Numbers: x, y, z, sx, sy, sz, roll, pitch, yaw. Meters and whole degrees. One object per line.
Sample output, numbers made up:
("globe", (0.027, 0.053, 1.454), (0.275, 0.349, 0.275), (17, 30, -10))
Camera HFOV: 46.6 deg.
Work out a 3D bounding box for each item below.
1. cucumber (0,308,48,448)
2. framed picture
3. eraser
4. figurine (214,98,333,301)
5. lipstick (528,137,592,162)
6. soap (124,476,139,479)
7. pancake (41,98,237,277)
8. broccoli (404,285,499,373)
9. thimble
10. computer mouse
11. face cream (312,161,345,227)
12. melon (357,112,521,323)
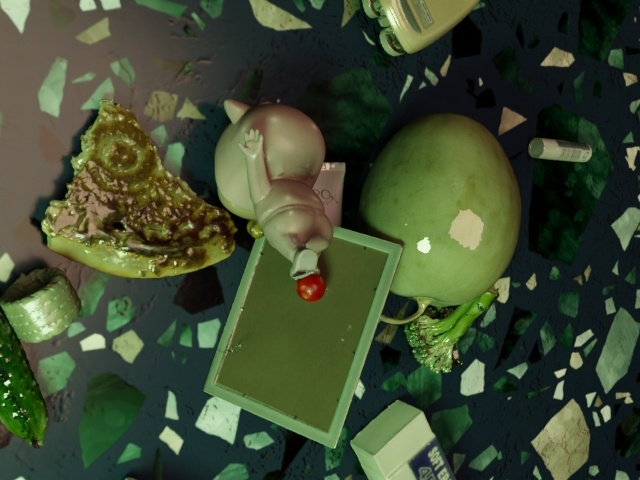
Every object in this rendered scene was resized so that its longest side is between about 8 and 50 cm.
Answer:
("cucumber", (-0.396, 0.166, 0.928), (0.069, 0.069, 0.227), (-28, 114, -26))
("framed picture", (-0.027, 0.116, 1.071), (0.019, 0.232, 0.296), (27, 82, -63))
("eraser", (0.165, 0.428, 1.299), (0.124, 0.081, 0.278), (-36, 114, -23))
("figurine", (-0.067, -0.057, 1.024), (0.176, 0.186, 0.287), (1, 62, -48))
("lipstick", (0.461, -0.172, 1.422), (0.141, 0.040, 0.040), (0, 97, -31))
("soap", (-0.266, 0.488, 1.037), (0.160, 0.088, 0.265), (34, 79, -31))
("pancake", (-0.248, -0.067, 1.005), (0.266, 0.057, 0.244), (-10, 93, -35))
("broccoli", (0.225, 0.133, 1.239), (0.123, 0.204, 0.118), (10, 47, -29))
("thimble", (-0.345, 0.076, 0.921), (0.085, 0.110, 0.062), (-21, 113, -3))
("computer mouse", (0.168, -0.397, 1.184), (0.236, 0.082, 0.145), (-43, 117, -21))
("face cream", (0.000, 0.000, 1.156), (0.092, 0.058, 0.243), (-2, 92, -27))
("melon", (0.182, -0.041, 1.144), (0.272, 0.272, 0.307), (-2, 104, -32))
